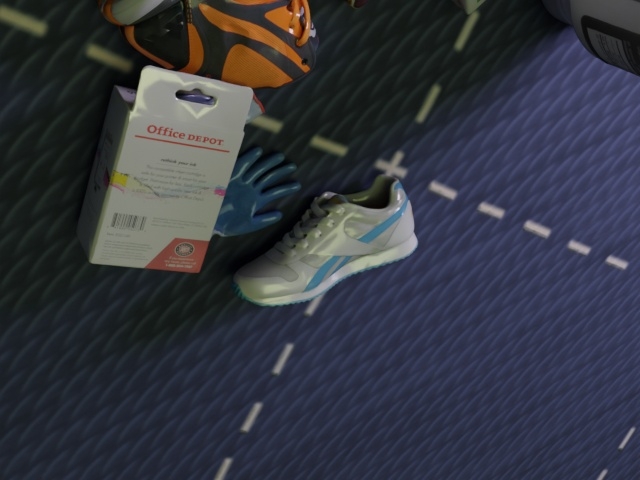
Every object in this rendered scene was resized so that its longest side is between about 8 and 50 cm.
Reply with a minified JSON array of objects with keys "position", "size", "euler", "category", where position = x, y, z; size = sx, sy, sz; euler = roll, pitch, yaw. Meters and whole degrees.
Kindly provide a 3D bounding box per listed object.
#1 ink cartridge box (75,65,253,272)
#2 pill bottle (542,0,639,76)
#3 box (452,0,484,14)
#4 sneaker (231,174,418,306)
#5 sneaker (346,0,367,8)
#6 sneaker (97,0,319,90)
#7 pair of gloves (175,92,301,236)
[{"position":[-0.149,-0.073,0.843],"size":[0.115,0.067,0.198],"euler":[7,116,-31],"category":"ink cartridge box"},{"position":[0.368,-0.245,0.894],"size":[0.176,0.318,0.176],"euler":[-13,122,-22],"category":"pill bottle"},{"position":[0.195,-0.379,0.799],"size":[0.232,0.058,0.322],"euler":[-40,159,-5],"category":"box"},{"position":[0.000,0.000,0.987],"size":[0.229,0.087,0.092],"euler":[-24,118,-23],"category":"sneaker"},{"position":[0.065,-0.310,0.842],"size":[0.084,0.069,0.185],"euler":[-5,128,-17],"category":"sneaker"},{"position":[-0.030,-0.262,0.799],"size":[0.321,0.124,0.180],"euler":[-34,136,16],"category":"sneaker"},{"position":[-0.112,-0.076,0.917],"size":[0.159,0.023,0.198],"euler":[-33,127,-9],"category":"pair of gloves"}]
